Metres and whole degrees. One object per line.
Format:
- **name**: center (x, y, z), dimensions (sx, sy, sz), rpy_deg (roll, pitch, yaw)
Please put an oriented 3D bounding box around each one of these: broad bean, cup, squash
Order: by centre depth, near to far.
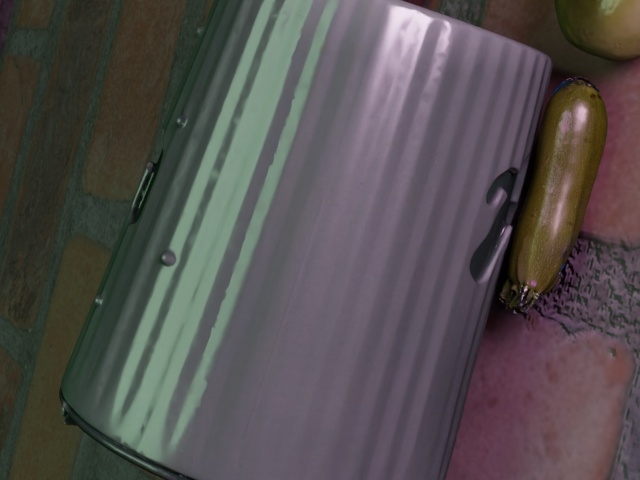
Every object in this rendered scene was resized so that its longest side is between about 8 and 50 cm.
- **broad bean**: center (0.219, -0.220, 1.051), dimensions (0.174, 0.082, 0.124), rpy_deg (-67, 30, 16)
- **squash**: center (0.175, -0.032, 1.084), dimensions (0.052, 0.052, 0.183), rpy_deg (19, 94, 64)
- **cup**: center (-0.021, -0.005, 1.174), dimensions (0.401, 0.310, 0.392), rpy_deg (31, 104, 62)

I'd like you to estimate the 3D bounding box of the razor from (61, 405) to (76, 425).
- **razor**: center (-0.202, 0.216, 1.701), dimensions (0.232, 0.106, 0.068), rpy_deg (18, 95, 52)
